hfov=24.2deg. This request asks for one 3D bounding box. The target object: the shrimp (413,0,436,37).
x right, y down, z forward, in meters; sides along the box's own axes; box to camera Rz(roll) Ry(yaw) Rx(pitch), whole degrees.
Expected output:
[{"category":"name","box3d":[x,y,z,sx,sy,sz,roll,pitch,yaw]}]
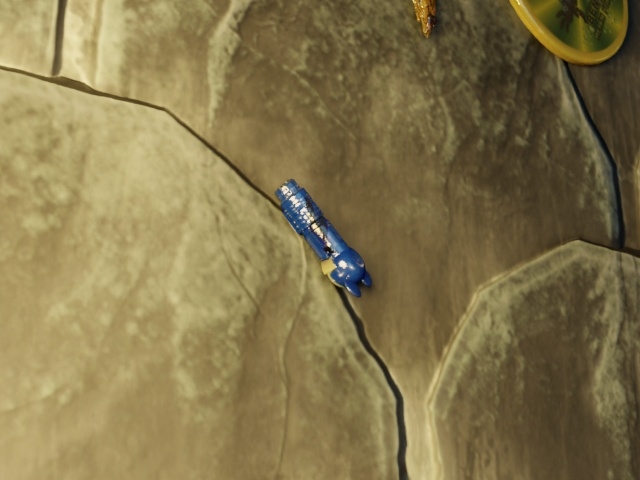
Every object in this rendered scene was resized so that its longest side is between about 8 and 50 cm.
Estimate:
[{"category":"shrimp","box3d":[0.087,-0.266,1.531,0.091,0.025,0.127,7,61,-35]}]

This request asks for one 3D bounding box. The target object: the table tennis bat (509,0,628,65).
[{"category":"table tennis bat","box3d":[0.233,-0.326,1.665,0.321,0.050,0.198,41,52,-21]}]

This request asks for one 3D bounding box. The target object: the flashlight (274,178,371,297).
[{"category":"flashlight","box3d":[0.000,0.000,1.334,0.121,0.035,0.057,52,24,-2]}]
